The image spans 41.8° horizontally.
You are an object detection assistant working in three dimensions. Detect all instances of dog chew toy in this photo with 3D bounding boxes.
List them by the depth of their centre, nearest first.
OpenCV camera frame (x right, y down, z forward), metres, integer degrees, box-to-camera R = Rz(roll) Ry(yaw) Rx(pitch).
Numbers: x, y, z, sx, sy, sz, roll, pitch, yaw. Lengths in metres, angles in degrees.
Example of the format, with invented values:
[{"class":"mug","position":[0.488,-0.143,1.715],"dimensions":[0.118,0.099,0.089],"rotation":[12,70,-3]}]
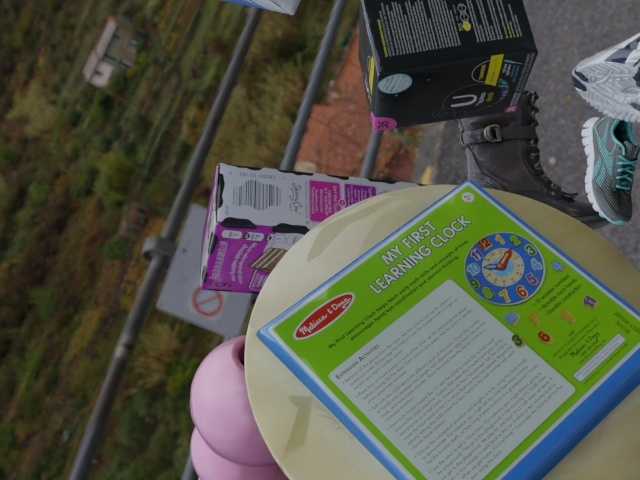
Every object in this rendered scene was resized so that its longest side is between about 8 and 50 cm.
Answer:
[{"class":"dog chew toy","position":[-0.115,0.313,1.330],"dimensions":[0.206,0.207,0.332],"rotation":[-101,22,-58]}]

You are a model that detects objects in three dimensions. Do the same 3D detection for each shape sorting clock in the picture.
[{"class":"shape sorting clock","position":[0.066,0.053,0.406],"dimensions":[0.040,0.206,0.206],"rotation":[90,-172,-54]}]

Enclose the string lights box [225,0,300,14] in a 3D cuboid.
[{"class":"string lights box","position":[-0.110,-0.264,0.714],"dimensions":[0.076,0.133,0.260],"rotation":[-63,32,6]}]

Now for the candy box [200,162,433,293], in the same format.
[{"class":"candy box","position":[0.000,0.000,0.861],"dimensions":[0.159,0.233,0.071],"rotation":[115,156,-61]}]

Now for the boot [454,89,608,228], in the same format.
[{"class":"boot","position":[0.328,-0.126,1.300],"dimensions":[0.091,0.263,0.229],"rotation":[106,166,-76]}]

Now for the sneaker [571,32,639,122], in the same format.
[{"class":"sneaker","position":[0.395,-0.219,0.916],"dimensions":[0.153,0.094,0.235],"rotation":[-46,11,-16]}]

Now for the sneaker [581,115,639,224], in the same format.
[{"class":"sneaker","position":[0.407,-0.105,1.154],"dimensions":[0.076,0.065,0.166],"rotation":[142,127,-61]}]

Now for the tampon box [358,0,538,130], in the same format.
[{"class":"tampon box","position":[0.126,-0.195,0.878],"dimensions":[0.120,0.161,0.101],"rotation":[84,177,-69]}]
